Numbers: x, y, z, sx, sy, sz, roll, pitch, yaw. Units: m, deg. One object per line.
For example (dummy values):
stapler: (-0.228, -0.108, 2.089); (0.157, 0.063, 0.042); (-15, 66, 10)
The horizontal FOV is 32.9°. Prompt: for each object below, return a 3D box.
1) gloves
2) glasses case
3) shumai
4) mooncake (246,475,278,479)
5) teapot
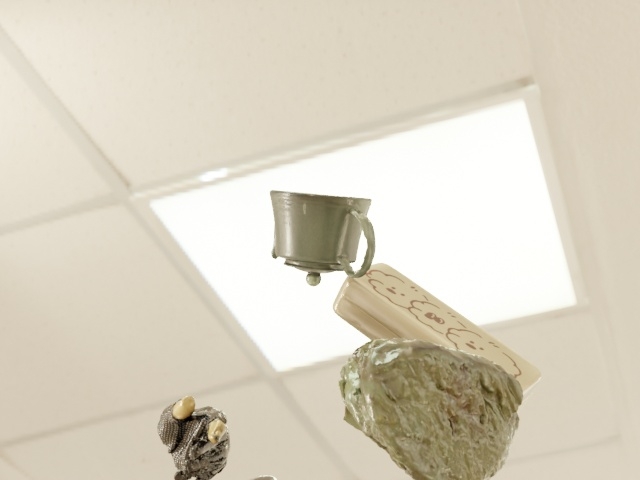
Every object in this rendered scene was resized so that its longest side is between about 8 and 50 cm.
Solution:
gloves: (-0.174, 0.300, 1.637); (0.106, 0.129, 0.181); (4, -11, -29)
glasses case: (0.186, 0.161, 1.746); (0.144, 0.336, 0.076); (-17, -43, -60)
shumai: (0.117, 0.224, 1.424); (0.256, 0.189, 0.218); (25, -14, -34)
mooncake: (-0.149, 0.533, 1.846); (0.283, 0.283, 0.141); (-25, -75, 25)
teapot: (0.000, 0.000, 1.698); (0.162, 0.149, 0.239); (4, 3, -42)
